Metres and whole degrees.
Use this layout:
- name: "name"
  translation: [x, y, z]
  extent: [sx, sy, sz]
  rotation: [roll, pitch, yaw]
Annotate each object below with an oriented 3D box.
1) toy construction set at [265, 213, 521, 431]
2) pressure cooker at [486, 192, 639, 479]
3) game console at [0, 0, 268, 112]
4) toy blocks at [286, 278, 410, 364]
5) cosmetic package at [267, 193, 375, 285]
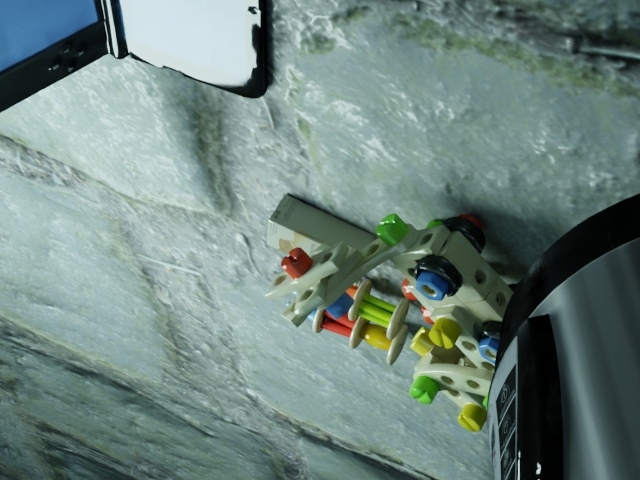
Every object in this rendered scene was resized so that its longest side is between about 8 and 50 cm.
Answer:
- name: "toy construction set"
  translation: [0.113, 0.075, 1.457]
  extent: [0.328, 0.151, 0.215]
  rotation: [32, 155, -28]
- name: "pressure cooker"
  translation: [0.328, 0.160, 1.097]
  extent: [0.375, 0.420, 0.370]
  rotation: [35, 122, -30]
- name: "game console"
  translation: [-0.198, -0.207, 1.253]
  extent: [0.173, 0.250, 0.293]
  rotation: [49, 160, 23]
- name: "toy blocks"
  translation: [0.028, 0.080, 1.630]
  extent: [0.148, 0.054, 0.123]
  rotation: [23, 153, 15]
- name: "cosmetic package"
  translation: [0.000, 0.000, 1.535]
  extent: [0.115, 0.041, 0.060]
  rotation: [25, 152, 11]
